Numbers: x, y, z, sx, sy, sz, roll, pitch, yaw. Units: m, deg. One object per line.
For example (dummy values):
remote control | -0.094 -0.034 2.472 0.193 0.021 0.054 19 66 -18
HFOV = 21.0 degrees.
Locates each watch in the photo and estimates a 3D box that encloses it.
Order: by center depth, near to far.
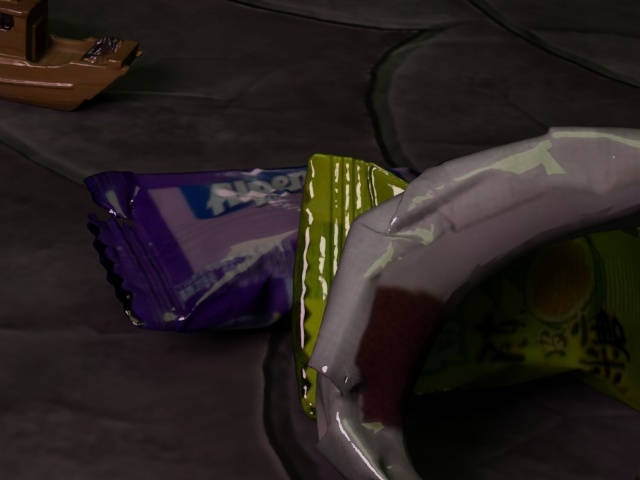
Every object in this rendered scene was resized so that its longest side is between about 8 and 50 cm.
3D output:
watch | 0.125 0.054 0.861 0.241 0.161 0.253 28 73 16

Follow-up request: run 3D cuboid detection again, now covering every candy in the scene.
candy | 0.108 0.028 0.968 0.246 0.069 0.149 3 78 -19
candy | 0.000 0.000 1.024 0.275 0.070 0.145 -4 37 -21

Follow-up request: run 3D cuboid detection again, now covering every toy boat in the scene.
toy boat | -0.222 -0.142 1.181 0.201 0.077 0.057 14 33 8
